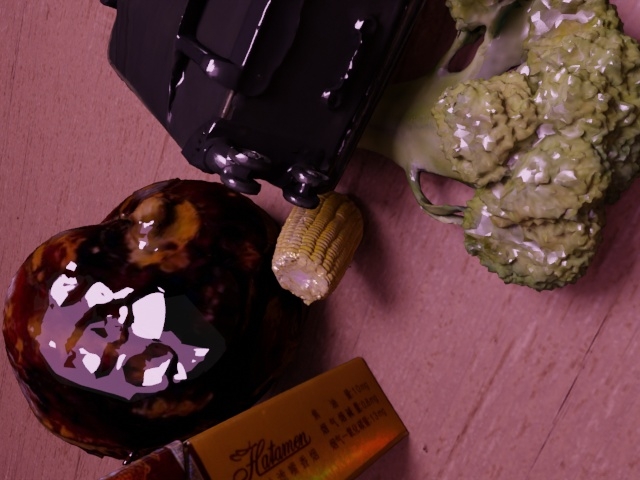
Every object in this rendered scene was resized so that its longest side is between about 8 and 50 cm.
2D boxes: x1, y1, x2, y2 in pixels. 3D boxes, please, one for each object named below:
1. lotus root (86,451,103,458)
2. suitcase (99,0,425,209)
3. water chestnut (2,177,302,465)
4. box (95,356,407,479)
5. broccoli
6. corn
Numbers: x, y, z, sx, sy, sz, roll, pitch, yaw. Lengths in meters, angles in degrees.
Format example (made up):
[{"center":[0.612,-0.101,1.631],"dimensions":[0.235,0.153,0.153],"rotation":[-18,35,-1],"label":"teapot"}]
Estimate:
[{"center":[-0.387,0.194,0.921],"dimensions":[0.169,0.141,0.314],"rotation":[-10,98,38],"label":"lotus root"},{"center":[-0.074,-0.236,0.589],"dimensions":[0.434,0.194,0.283],"rotation":[43,115,45],"label":"suitcase"},{"center":[-0.182,0.104,0.702],"dimensions":[0.335,0.347,0.335],"rotation":[-2,60,4],"label":"water chestnut"},{"center":[-0.116,0.268,0.570],"dimensions":[0.264,0.415,0.116],"rotation":[-42,71,30],"label":"box"},{"center":[0.140,-0.122,0.500],"dimensions":[0.302,0.186,0.254],"rotation":[37,121,21],"label":"broccoli"},{"center":[0.000,0.000,0.614],"dimensions":[0.063,0.165,0.085],"rotation":[-27,110,25],"label":"corn"}]
